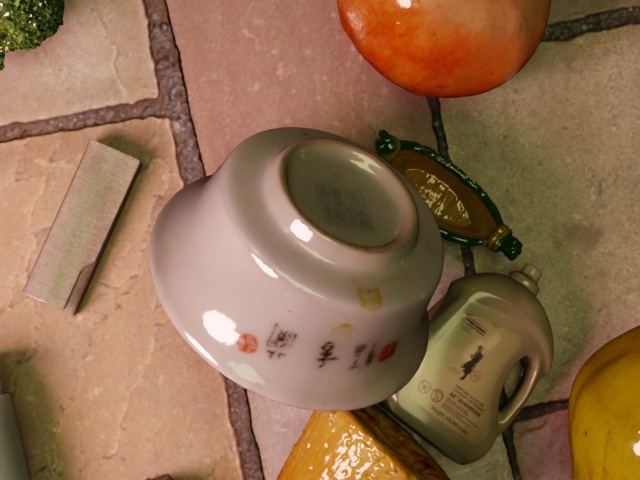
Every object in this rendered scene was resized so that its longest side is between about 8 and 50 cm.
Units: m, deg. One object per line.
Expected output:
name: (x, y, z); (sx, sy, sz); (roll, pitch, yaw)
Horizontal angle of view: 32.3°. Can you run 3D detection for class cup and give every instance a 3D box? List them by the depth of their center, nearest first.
cup: (0.000, 0.000, 1.226); (0.347, 0.163, 0.347); (17, 42, -16)

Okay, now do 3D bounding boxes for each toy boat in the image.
toy boat: (0.154, -0.054, 1.378); (0.229, 0.088, 0.089); (39, 81, -2)

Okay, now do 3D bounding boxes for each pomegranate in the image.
pomegranate: (0.155, -0.297, 1.308); (0.252, 0.270, 0.229); (29, 74, -11)

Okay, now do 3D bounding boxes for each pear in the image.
pear: (0.424, 0.265, 1.301); (0.287, 0.287, 0.375); (5, 111, -6)

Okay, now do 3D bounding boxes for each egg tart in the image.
egg tart: (0.041, 0.281, 1.301); (0.202, 0.202, 0.147); (41, 96, -2)

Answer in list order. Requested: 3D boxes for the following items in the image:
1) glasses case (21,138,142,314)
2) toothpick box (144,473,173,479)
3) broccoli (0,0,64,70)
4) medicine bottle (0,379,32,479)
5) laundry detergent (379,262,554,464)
glasses case: (-0.290, -0.016, 1.344); (0.071, 0.047, 0.205); (24, 83, -5)
toothpick box: (-0.181, 0.376, 1.292); (0.111, 0.111, 0.181); (-30, 90, -8)
broccoli: (-0.450, -0.285, 1.257); (0.308, 0.308, 0.275); (26, 108, -4)
medicine bottle: (-0.405, 0.290, 1.249); (0.158, 0.158, 0.318); (-13, 87, -8)
laundry detergent: (0.195, 0.137, 1.366); (0.181, 0.091, 0.253); (39, 82, -8)
